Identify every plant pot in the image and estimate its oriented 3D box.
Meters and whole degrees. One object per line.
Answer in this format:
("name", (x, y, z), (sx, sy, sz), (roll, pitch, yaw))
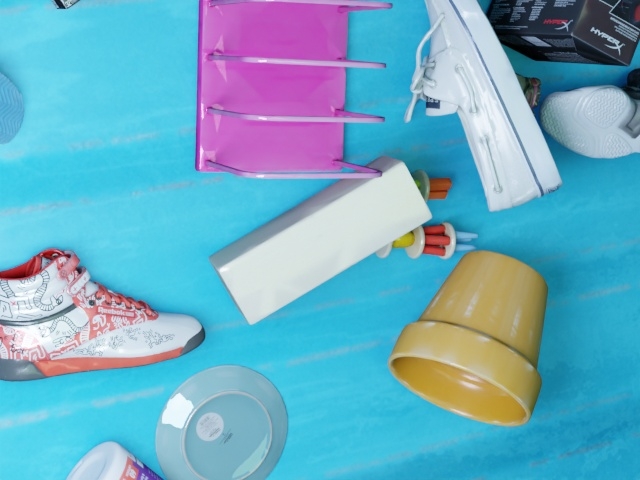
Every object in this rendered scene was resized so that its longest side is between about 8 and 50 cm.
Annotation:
("plant pot", (0.221, 0.125, 1.838), (0.205, 0.205, 0.187), (36, 67, -26))

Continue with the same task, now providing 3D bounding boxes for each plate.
("plate", (-0.126, 0.258, 1.778), (0.188, 0.024, 0.188), (-5, 101, -25))

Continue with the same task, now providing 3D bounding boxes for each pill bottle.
("pill bottle", (-0.225, 0.350, 1.699), (0.193, 0.108, 0.108), (44, 79, -25))

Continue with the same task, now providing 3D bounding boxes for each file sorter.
("file sorter", (-0.027, -0.222, 1.660), (0.202, 0.182, 0.290), (-2, 99, -25))

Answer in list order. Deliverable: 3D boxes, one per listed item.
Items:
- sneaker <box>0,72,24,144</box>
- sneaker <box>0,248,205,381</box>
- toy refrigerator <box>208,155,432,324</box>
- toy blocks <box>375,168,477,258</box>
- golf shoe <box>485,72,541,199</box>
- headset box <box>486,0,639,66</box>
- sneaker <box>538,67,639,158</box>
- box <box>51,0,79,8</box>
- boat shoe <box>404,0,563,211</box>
("sneaker", (-0.440, -0.171, 1.530), (0.229, 0.092, 0.087), (20, 87, -46))
("sneaker", (-0.272, 0.080, 1.643), (0.270, 0.090, 0.144), (-8, 104, -22))
("toy refrigerator", (0.000, 0.000, 1.721), (0.270, 0.102, 0.094), (-31, 103, -7))
("toy blocks", (0.150, -0.036, 1.845), (0.148, 0.054, 0.123), (1, 98, -26))
("golf shoe", (0.248, -0.143, 1.877), (0.086, 0.067, 0.186), (12, 93, -1))
("headset box", (0.360, -0.390, 1.798), (0.110, 0.218, 0.293), (22, 88, -28))
("sneaker", (0.428, -0.184, 1.912), (0.269, 0.153, 0.101), (2, 112, -8))
("box", (-0.290, -0.321, 1.592), (0.083, 0.052, 0.062), (-39, 113, -14))
("boat shoe", (0.177, -0.205, 1.792), (0.157, 0.136, 0.367), (-25, 96, 6))
